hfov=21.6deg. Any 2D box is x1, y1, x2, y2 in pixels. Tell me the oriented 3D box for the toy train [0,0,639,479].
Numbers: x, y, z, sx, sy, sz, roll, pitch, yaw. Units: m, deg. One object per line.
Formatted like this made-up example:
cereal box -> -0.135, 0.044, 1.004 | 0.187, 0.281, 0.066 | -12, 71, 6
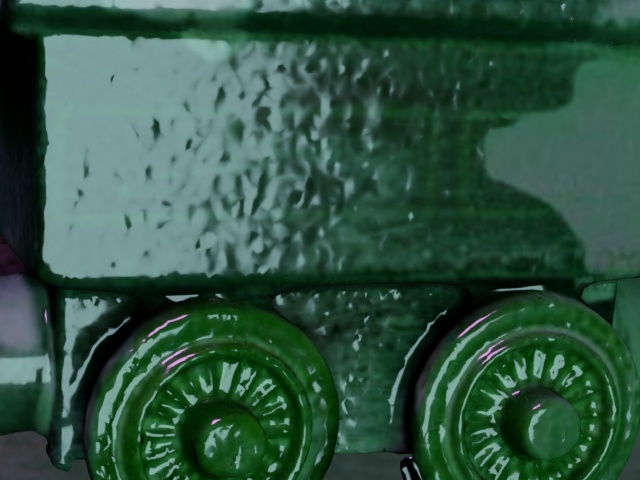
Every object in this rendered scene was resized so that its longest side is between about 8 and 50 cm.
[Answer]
toy train -> 0.000, 0.000, 0.584 | 0.266, 0.145, 0.202 | -2, 101, -18
